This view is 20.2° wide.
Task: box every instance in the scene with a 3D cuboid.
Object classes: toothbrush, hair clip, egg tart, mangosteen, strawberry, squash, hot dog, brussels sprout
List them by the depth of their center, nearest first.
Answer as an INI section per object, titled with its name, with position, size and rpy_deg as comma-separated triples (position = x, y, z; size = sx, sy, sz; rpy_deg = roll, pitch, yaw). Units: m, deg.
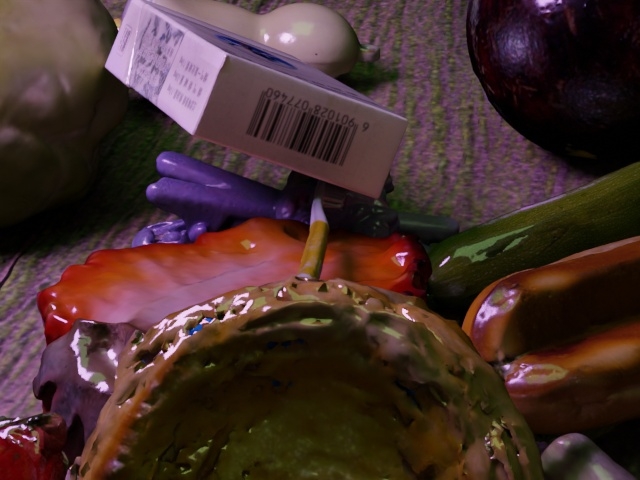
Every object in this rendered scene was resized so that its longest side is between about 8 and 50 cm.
[egg tart]
position = -0.007, 0.158, 1.051
size = 0.291, 0.290, 0.107
rpy_deg = -2, -4, 4
[toothbrush]
position = 0.000, 0.000, 1.263
size = 0.024, 0.021, 0.288
rpy_deg = 10, 17, 1
[strawberry]
position = -0.044, 0.089, 1.265
size = 0.265, 0.149, 0.336
rpy_deg = 8, 21, 30
[hot dog]
position = 0.226, 0.065, 1.285
size = 0.337, 0.100, 0.135
rpy_deg = -15, 61, -33
[squash]
position = 0.198, -0.007, 1.457
size = 0.318, 0.071, 0.080
rpy_deg = -24, 58, -26
[hair clip]
position = -0.028, -0.017, 1.483
size = 0.278, 0.090, 0.137
rpy_deg = 2, 34, 10
[brussels sprout]
position = -0.301, -0.134, 1.593
size = 0.317, 0.242, 0.274
rpy_deg = -20, 14, -34
[mangosteen]
position = 0.256, -0.212, 1.598
size = 0.288, 0.288, 0.288
rpy_deg = -3, 30, 2

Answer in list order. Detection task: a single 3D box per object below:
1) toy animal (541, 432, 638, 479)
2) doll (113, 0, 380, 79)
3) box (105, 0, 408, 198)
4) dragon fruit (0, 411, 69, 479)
[toy animal]
position = 0.201, 0.199, 1.063
size = 0.233, 0.121, 0.168
rpy_deg = -16, 47, -39
[doll]
position = -0.089, -0.189, 1.783
size = 0.296, 0.117, 0.141
rpy_deg = 9, 15, -5
[box]
position = -0.058, -0.117, 1.437
size = 0.164, 0.069, 0.256
rpy_deg = 18, 9, -25
[dragon fruit]
position = -0.271, 0.194, 1.063
size = 0.269, 0.198, 0.200
rpy_deg = -5, 50, 13
